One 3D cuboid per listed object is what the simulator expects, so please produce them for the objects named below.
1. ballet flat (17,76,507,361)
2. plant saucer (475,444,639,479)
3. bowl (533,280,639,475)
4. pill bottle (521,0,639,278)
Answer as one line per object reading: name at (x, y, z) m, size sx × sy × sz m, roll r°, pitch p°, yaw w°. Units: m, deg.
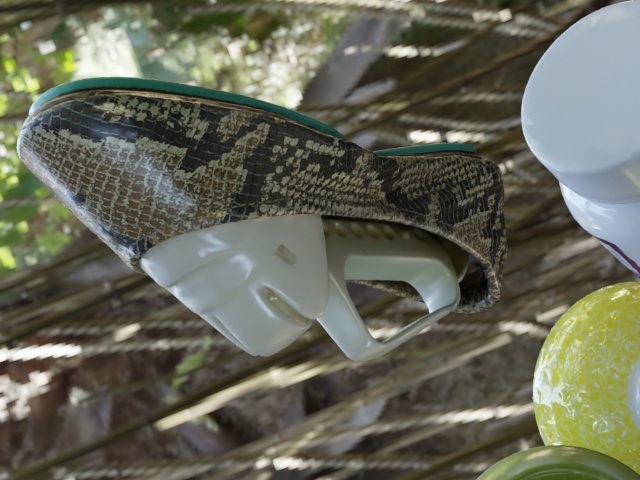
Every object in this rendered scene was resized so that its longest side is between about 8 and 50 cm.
ballet flat at (0.000, 0.000, 0.980) m, size 0.483 × 0.164 × 0.182 m, roll 6°, pitch -113°, yaw -51°
plant saucer at (0.244, 0.318, 1.325) m, size 0.037 × 0.241 × 0.241 m, roll 76°, pitch 173°, yaw -67°
bowl at (0.423, 0.189, 1.634) m, size 0.156 × 0.289 × 0.289 m, roll 152°, pitch 97°, yaw -80°
pill bottle at (0.383, -0.061, 1.359) m, size 0.392 × 0.224 × 0.224 m, roll 36°, pitch -158°, yaw -42°
